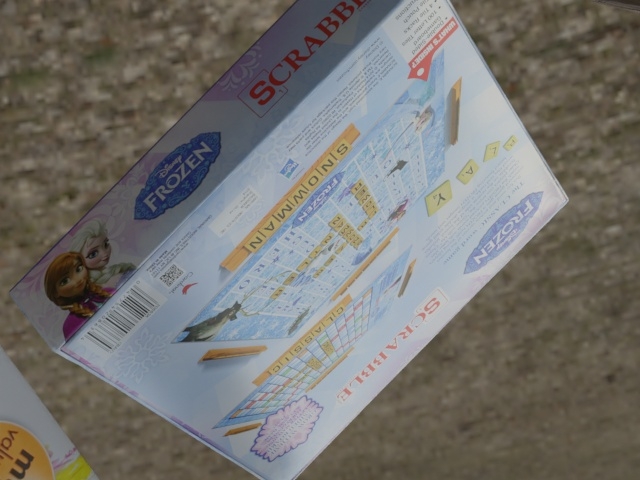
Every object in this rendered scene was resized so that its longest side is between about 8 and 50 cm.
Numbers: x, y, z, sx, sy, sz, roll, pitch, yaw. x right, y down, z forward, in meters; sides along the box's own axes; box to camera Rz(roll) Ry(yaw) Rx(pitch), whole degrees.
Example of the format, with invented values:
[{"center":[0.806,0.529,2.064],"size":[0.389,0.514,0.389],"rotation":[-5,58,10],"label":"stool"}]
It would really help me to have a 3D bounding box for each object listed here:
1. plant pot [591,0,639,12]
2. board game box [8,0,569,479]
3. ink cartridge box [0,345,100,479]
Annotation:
[{"center":[0.193,-0.274,0.734],"size":[0.263,0.263,0.229],"rotation":[-6,136,-16],"label":"plant pot"},{"center":[0.000,0.000,0.991],"size":[0.318,0.066,0.318],"rotation":[-45,145,-1],"label":"board game box"},{"center":[-0.113,0.101,0.422],"size":[0.061,0.181,0.104],"rotation":[-10,-152,49],"label":"ink cartridge box"}]
